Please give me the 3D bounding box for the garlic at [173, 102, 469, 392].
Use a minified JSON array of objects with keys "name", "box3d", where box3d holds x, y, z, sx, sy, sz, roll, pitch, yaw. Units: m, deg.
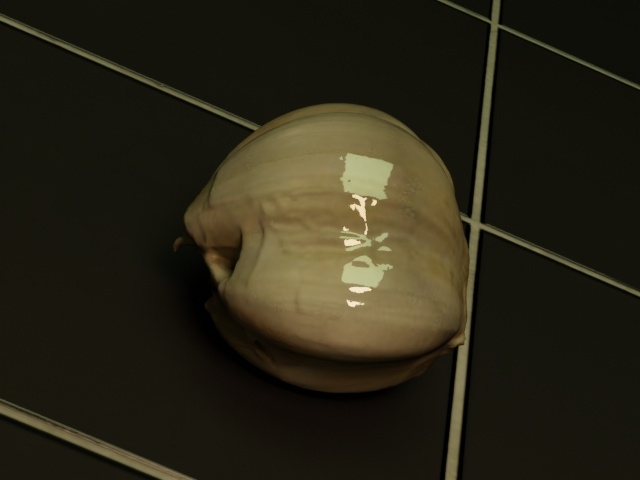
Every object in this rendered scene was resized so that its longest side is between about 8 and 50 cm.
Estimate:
[{"name":"garlic","box3d":[0.001,-0.011,1.185,0.203,0.184,0.281,3,32,-1]}]
